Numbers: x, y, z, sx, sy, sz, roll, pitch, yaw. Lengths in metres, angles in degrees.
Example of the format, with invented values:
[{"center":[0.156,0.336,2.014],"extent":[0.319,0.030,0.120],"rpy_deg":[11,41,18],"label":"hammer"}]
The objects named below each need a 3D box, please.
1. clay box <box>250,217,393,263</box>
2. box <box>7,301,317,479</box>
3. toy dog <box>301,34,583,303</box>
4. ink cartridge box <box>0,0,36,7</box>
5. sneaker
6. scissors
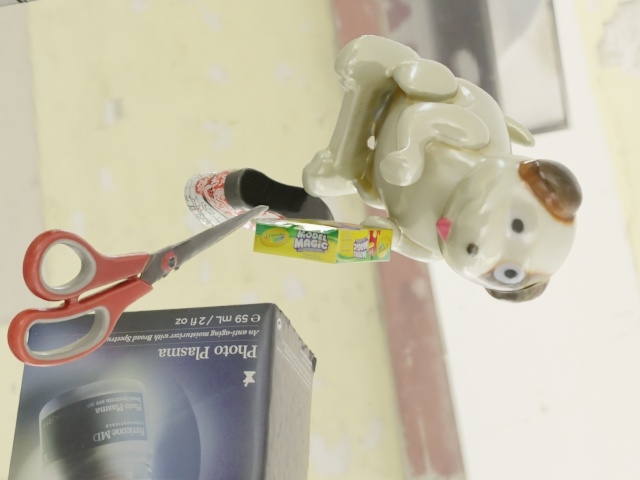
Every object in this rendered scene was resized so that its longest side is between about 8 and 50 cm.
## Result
[{"center":[0.000,0.000,1.883],"extent":[0.222,0.128,0.053],"rpy_deg":[-3,100,-64],"label":"clay box"},{"center":[-0.172,0.239,1.497],"extent":[0.182,0.296,0.294],"rpy_deg":[59,30,-61],"label":"box"},{"center":[0.214,-0.075,2.067],"extent":[0.408,0.395,0.284],"rpy_deg":[50,-57,44],"label":"toy dog"},{"center":[-0.229,-0.270,1.074],"extent":[0.203,0.086,0.148],"rpy_deg":[6,-58,53],"label":"ink cartridge box"},{"center":[-0.101,-0.049,2.222],"extent":[0.270,0.145,0.090],"rpy_deg":[27,67,-48],"label":"sneaker"},{"center":[-0.143,0.032,1.131],"extent":[0.297,0.021,0.109],"rpy_deg":[-11,108,-53],"label":"scissors"}]
